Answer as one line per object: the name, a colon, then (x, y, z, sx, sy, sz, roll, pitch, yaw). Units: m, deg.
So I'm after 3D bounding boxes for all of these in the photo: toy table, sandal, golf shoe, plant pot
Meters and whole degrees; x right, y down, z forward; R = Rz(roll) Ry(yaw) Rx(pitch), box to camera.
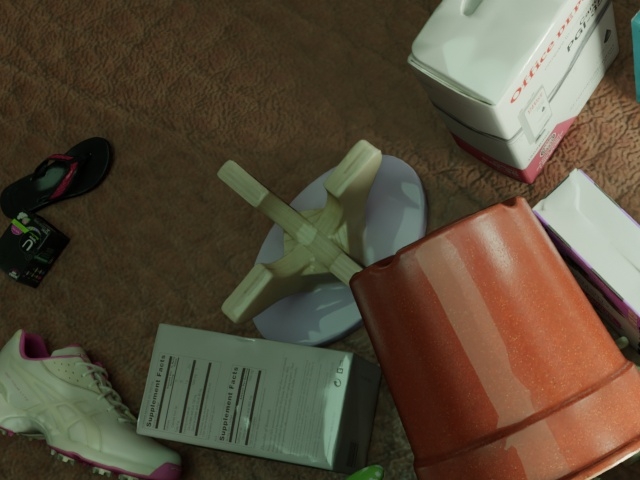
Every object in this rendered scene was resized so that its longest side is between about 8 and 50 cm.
toy table: (0.000, 0.000, 1.406, 0.252, 0.161, 0.274, 28, 87, 21)
sandal: (-0.361, -0.083, 1.600, 0.179, 0.040, 0.067, -28, 70, 9)
golf shoe: (-0.297, 0.207, 1.475, 0.306, 0.115, 0.140, 19, 80, 19)
plant pot: (0.172, 0.114, 1.198, 0.272, 0.272, 0.265, -27, 85, 9)

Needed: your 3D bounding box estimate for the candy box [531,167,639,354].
candy box: (0.315, 0.028, 1.280, 0.070, 0.196, 0.165, -42, 69, 0)

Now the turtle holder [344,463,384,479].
turtle holder: (0.002, 0.408, 1.228, 0.320, 0.243, 0.227, -10, 45, -15)

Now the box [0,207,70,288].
box: (-0.390, 0.011, 1.580, 0.062, 0.052, 0.083, 36, 90, 23)

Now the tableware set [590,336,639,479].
tableware set: (0.294, 0.205, 1.331, 0.194, 0.039, 0.128, -33, 81, 13)

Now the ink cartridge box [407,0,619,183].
ink cartridge box: (0.224, -0.207, 1.319, 0.117, 0.283, 0.207, 34, 89, 22)

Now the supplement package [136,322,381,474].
supplement package: (-0.069, 0.188, 1.392, 0.244, 0.139, 0.134, 7, 78, 20)

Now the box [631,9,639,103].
box: (0.395, -0.214, 1.289, 0.060, 0.244, 0.100, 39, 90, 21)
